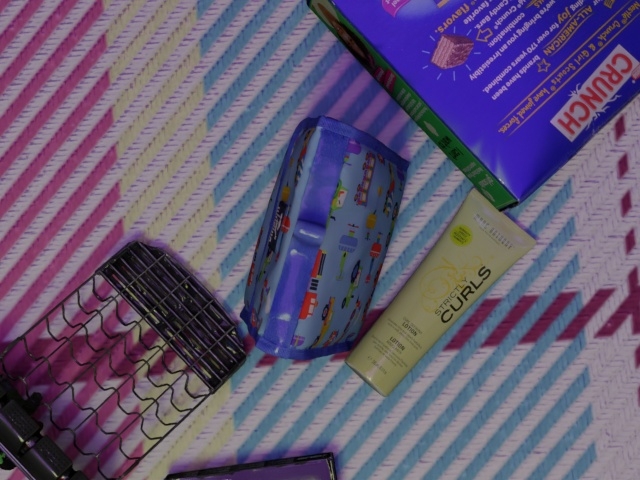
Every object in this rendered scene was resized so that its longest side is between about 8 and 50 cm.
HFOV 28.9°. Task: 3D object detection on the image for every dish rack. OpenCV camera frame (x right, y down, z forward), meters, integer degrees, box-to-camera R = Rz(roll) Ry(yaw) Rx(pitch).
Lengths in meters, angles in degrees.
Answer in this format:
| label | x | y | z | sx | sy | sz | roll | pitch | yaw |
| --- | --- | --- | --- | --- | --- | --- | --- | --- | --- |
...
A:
| label | x | y | z | sx | sy | sz | roll | pitch | yaw |
| --- | --- | --- | --- | --- | --- | --- | --- | --- | --- |
| dish rack | -0.225 | 0.141 | 1.337 | 0.208 | 0.074 | 0.271 | 47 | 67 | 0 |

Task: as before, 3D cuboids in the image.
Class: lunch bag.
| label | x | y | z | sx | sy | sz | roll | pitch | yaw |
| --- | --- | --- | --- | --- | --- | --- | --- | --- | --- |
| lunch bag | 0.000 | 0.000 | 1.232 | 0.138 | 0.293 | 0.221 | 17 | 91 | 2 |

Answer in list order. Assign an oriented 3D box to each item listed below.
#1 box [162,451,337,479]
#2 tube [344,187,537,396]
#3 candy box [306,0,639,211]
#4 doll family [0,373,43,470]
| label | x | y | z | sx | sy | sz | roll | pitch | yaw |
| --- | --- | --- | --- | --- | --- | --- | --- | --- | --- |
| box | -0.066 | 0.336 | 1.360 | 0.190 | 0.045 | 0.184 | -7 | 92 | 2 |
| tube | 0.124 | 0.060 | 1.346 | 0.240 | 0.062 | 0.070 | -48 | 129 | -7 |
| candy box | 0.188 | -0.235 | 1.308 | 0.268 | 0.122 | 0.317 | -43 | 88 | -2 |
| doll family | -0.388 | 0.231 | 1.362 | 0.193 | 0.076 | 0.111 | -39 | 93 | 7 |
